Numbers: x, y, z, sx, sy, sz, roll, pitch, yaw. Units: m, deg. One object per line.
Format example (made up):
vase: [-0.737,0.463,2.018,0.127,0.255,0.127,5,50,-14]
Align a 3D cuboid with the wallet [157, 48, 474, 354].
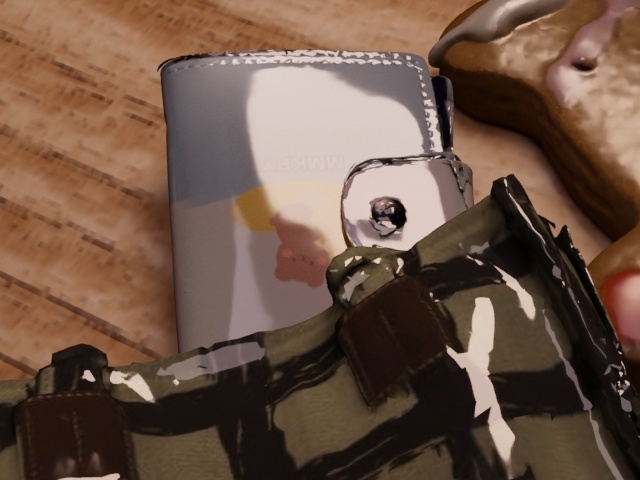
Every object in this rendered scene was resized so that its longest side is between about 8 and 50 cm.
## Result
wallet: [0.000,0.000,0.667,0.170,0.069,0.231,-4,61,-2]

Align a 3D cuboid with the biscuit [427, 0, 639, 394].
biscuit: [0.252,-0.016,0.656,0.283,0.064,0.432,-16,53,-7]

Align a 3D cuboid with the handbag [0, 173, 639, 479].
handbag: [-0.001,0.168,0.468,0.325,0.162,0.327,-16,61,-7]
